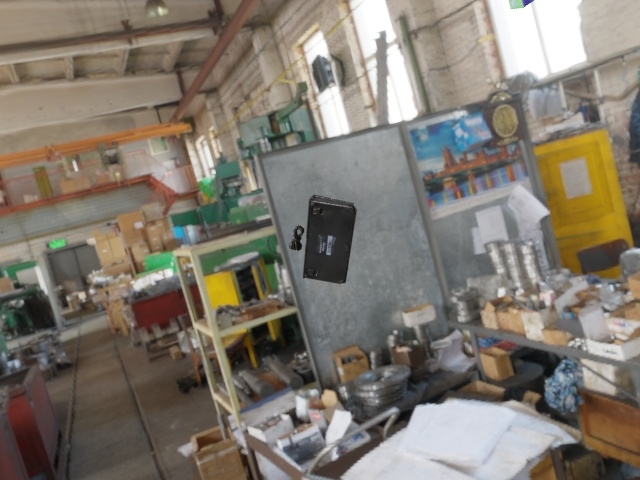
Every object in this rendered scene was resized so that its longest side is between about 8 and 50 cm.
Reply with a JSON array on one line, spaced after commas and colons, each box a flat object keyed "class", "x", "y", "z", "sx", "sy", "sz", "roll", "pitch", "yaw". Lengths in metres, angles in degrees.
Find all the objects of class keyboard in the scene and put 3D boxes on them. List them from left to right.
[{"class": "keyboard", "x": 0.000, "y": 0.000, "z": 0.945, "sx": 0.108, "sy": 0.180, "sz": 0.023, "roll": 9, "pitch": 40, "yaw": 4}]

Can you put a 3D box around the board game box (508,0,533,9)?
[{"class": "board game box", "x": 0.463, "y": -0.709, "z": 1.207, "sx": 0.214, "sy": 0.317, "sz": 0.046, "roll": -38, "pitch": 32, "yaw": -13}]
